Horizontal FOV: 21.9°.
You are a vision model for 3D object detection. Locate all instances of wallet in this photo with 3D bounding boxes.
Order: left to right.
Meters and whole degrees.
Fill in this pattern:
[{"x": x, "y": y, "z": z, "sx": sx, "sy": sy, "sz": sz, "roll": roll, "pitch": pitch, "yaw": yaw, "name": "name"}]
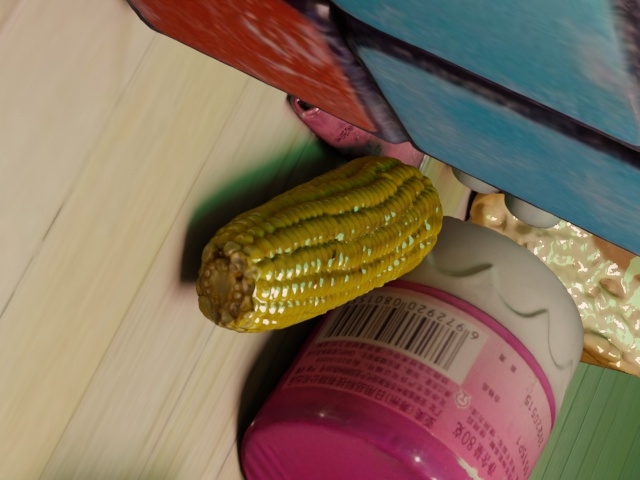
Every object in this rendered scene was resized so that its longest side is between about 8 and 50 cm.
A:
[{"x": 0.043, "y": -0.105, "z": 1.068, "sx": 0.119, "sy": 0.025, "sz": 0.232, "roll": -70, "pitch": 160, "yaw": -5, "name": "wallet"}]

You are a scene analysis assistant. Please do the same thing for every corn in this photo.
[{"x": 0.000, "y": 0.000, "z": 0.976, "sx": 0.231, "sy": 0.080, "sz": 0.080, "roll": -21, "pitch": 127, "yaw": -58, "name": "corn"}]

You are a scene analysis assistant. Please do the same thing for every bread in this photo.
[{"x": 0.235, "y": 0.003, "z": 1.382, "sx": 0.184, "sy": 0.224, "sz": 0.211, "roll": -61, "pitch": 150, "yaw": -12, "name": "bread"}]

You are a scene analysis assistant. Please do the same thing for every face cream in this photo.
[{"x": 0.065, "y": 0.107, "z": 1.092, "sx": 0.195, "sy": 0.175, "sz": 0.175, "roll": -54, "pitch": 154, "yaw": -35, "name": "face cream"}]

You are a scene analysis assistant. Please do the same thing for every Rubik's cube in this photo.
[{"x": 0.076, "y": -0.212, "z": 0.603, "sx": 0.313, "sy": 0.316, "sz": 0.318, "roll": -60, "pitch": 157, "yaw": -7, "name": "Rubik's cube"}]

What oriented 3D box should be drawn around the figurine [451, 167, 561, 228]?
[{"x": 0.215, "y": -0.172, "z": 1.174, "sx": 0.205, "sy": 0.224, "sz": 0.382, "roll": -32, "pitch": 137, "yaw": -55, "name": "figurine"}]
